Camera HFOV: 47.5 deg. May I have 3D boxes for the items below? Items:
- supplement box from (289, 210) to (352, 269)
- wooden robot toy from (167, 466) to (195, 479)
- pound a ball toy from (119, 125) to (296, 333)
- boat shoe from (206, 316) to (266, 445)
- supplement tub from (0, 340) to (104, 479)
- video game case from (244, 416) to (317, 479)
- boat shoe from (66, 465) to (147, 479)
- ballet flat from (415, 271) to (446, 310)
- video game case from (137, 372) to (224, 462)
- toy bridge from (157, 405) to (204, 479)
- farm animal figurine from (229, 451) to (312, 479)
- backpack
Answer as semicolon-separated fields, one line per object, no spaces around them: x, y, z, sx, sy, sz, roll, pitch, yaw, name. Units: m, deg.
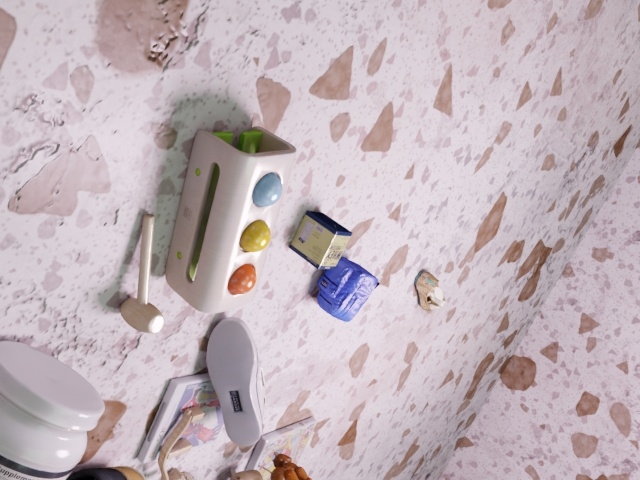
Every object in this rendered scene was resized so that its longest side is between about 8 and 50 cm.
0.000;0.000;1.389;0.056;0.083;0.083;4;117;-55;supplement box
-0.279;0.547;1.526;0.076;0.079;0.173;-28;141;-38;wooden robot toy
-0.164;-0.001;1.105;0.208;0.136;0.319;-14;130;-49;pound a ball toy
-0.150;0.260;1.397;0.088;0.096;0.267;-70;150;-69;boat shoe
-0.432;0.289;0.948;0.272;0.191;0.191;-55;150;-2;supplement tub
-0.116;0.560;1.823;0.206;0.026;0.227;-3;121;-54;video game case
-0.475;0.587;1.192;0.500;0.187;0.156;-55;149;-15;boat shoe
0.307;0.154;1.989;0.073;0.067;0.206;-52;150;-9;ballet flat
-0.247;0.339;1.426;0.201;0.023;0.183;2;117;-56;video game case
-0.277;0.399;1.393;0.063;0.026;0.188;-6;124;-50;toy bridge
-0.179;0.620;1.644;0.327;0.172;0.330;-24;142;-47;farm animal figurine
0.044;0.103;1.545;0.101;0.098;0.120;26;98;-30;backpack
